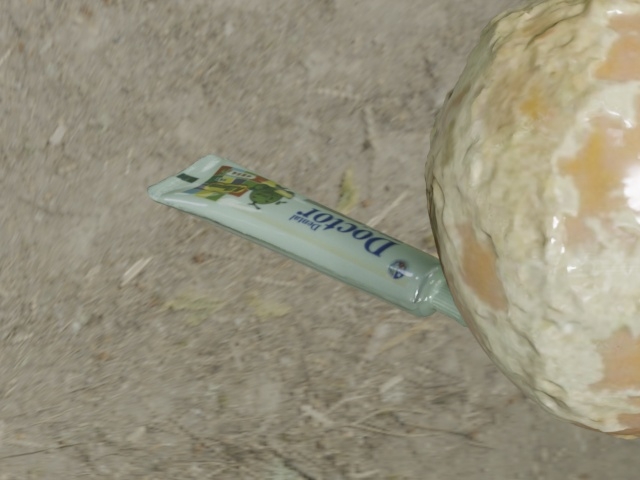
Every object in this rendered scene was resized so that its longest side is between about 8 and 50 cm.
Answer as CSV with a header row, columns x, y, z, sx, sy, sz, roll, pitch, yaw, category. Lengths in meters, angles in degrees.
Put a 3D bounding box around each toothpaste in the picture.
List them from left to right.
x,y,z,sx,sy,sz,roll,pitch,yaw,category
0.000,0.000,0.998,0.255,0.037,0.067,25,43,29,toothpaste

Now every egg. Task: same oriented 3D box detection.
x,y,z,sx,sy,sz,roll,pitch,yaw,category
0.148,-0.015,0.764,0.195,0.195,0.233,-20,105,-17,egg
